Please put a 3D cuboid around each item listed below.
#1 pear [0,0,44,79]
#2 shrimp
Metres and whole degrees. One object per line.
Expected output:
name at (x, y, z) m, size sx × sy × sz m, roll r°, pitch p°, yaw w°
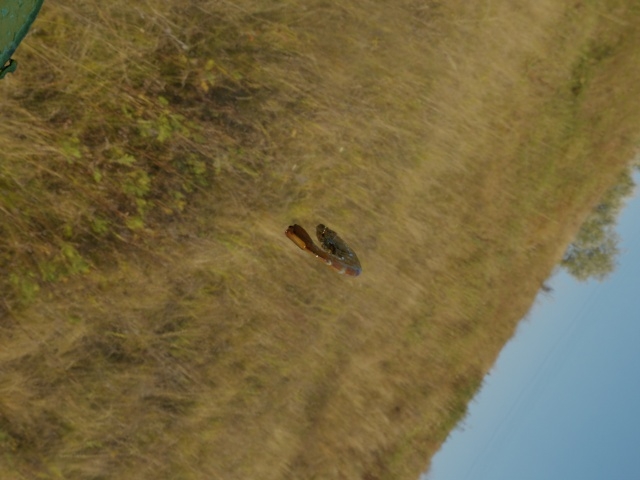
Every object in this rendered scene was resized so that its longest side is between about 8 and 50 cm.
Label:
pear at (-0.428, -0.311, 0.475) m, size 0.342 × 0.318 × 0.238 m, roll -66°, pitch -164°, yaw -5°
shrimp at (0.000, 0.000, 0.588) m, size 0.025 × 0.091 × 0.127 m, roll -57°, pitch -159°, yaw 12°
